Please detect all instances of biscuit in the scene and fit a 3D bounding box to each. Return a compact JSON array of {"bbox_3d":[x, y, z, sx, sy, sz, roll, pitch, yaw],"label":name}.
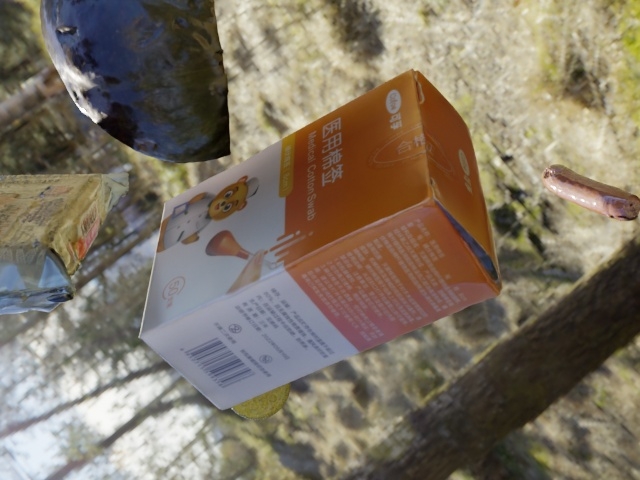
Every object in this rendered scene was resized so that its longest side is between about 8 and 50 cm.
[{"bbox_3d":[-0.079,0.181,1.160,0.084,0.084,0.023,50,177,1],"label":"biscuit"},{"bbox_3d":[-0.321,0.000,1.019,0.309,0.186,0.079,-84,-11,-66],"label":"biscuit"}]

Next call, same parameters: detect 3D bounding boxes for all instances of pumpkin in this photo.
[{"bbox_3d":[-0.184,-0.229,0.859,0.169,0.148,0.312,111,137,-65],"label":"pumpkin"}]

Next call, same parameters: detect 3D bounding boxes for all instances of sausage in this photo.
[{"bbox_3d":[0.338,-0.065,1.197,0.043,0.043,0.186,57,172,-27],"label":"sausage"}]

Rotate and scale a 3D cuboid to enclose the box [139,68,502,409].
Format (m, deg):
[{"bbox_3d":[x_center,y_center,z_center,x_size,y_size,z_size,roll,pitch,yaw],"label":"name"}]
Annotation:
[{"bbox_3d":[0.000,0.000,0.965,0.143,0.341,0.225,50,-155,-34],"label":"box"}]
